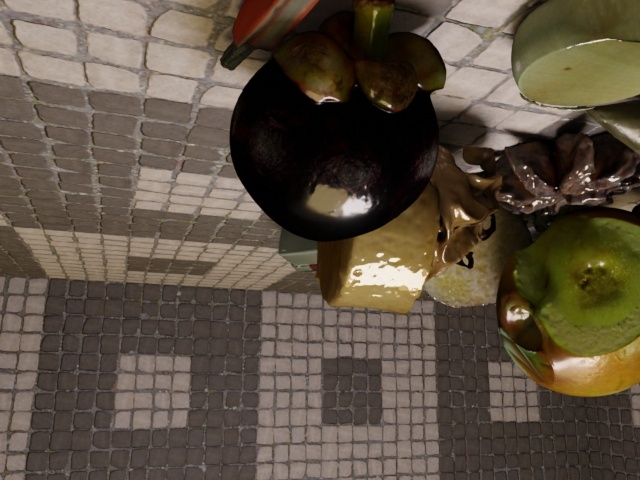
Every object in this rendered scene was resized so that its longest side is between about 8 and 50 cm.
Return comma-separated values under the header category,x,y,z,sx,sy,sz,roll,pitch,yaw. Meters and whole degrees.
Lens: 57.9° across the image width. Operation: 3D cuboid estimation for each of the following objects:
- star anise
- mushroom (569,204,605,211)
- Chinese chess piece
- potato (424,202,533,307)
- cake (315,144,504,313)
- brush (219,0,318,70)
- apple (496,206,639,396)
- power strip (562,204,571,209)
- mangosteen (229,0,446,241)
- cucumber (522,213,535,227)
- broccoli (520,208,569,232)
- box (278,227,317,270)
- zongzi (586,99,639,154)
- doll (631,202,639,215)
category,x,y,z,sx,sy,sz,roll,pitch,yaw
star anise,0.455,-0.117,1.082,0.331,0.118,0.332,-4,165,-1
mushroom,0.656,-0.035,1.437,0.147,0.112,0.148,9,169,2
Chinese chess piece,0.328,-0.229,0.696,0.188,0.083,0.188,2,170,0
potato,0.321,0.006,1.419,0.288,0.301,0.237,40,176,-16
cake,0.169,-0.030,1.019,0.320,0.333,0.332,4,167,-9
brush,-0.040,-0.258,0.616,0.051,0.071,0.323,9,167,-28
apple,0.538,0.124,1.193,0.373,0.384,0.374,-17,-156,8
power strip,0.485,-0.099,1.304,0.178,0.049,0.028,2,161,-8
mangosteen,0.027,-0.156,0.714,0.274,0.275,0.302,4,134,-15
cucumber,0.497,-0.060,1.443,0.111,0.064,0.064,-1,167,7
broccoli,0.523,-0.066,1.360,0.096,0.092,0.095,32,161,-13
box,0.000,0.000,1.555,0.210,0.148,0.129,-8,153,33
zongzi,0.603,-0.159,0.792,0.360,0.160,0.323,15,170,-25
doll,0.854,-0.019,1.242,0.339,0.318,0.209,8,-165,29
